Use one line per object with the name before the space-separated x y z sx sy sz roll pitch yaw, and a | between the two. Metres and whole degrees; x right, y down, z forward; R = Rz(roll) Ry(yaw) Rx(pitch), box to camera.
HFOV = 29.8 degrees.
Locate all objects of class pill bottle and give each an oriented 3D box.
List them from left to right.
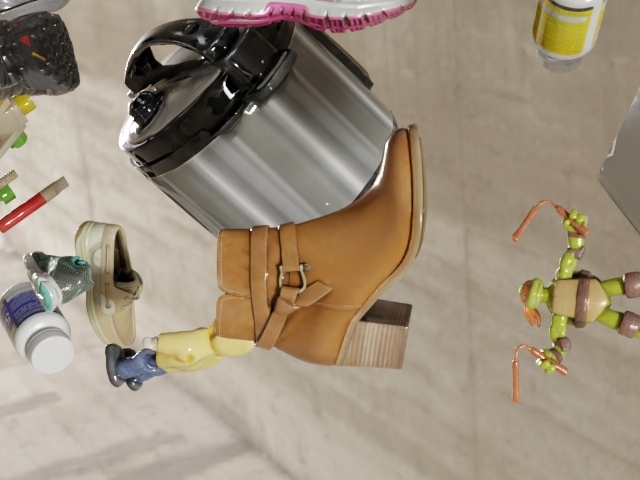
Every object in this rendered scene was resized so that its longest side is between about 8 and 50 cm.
pill bottle | -0.542 0.170 2.310 0.112 0.112 0.186 -14 -145 -25
pill bottle | 0.237 -0.214 1.152 0.065 0.116 0.065 -1 -121 1

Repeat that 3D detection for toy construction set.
toy construction set | -0.517 -0.203 1.984 0.237 0.309 0.257 -36 -157 -15

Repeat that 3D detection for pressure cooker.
pressure cooker | -0.121 -0.196 1.962 0.370 0.420 0.376 -39 -155 23

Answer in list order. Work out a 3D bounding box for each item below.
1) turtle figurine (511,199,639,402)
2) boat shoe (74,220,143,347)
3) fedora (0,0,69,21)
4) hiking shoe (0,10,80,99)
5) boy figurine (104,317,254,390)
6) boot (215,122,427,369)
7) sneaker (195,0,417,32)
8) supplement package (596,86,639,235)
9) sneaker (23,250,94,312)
turtle figurine | 0.349 0.091 1.572 0.217 0.270 0.087 8 172 15
boat shoe | -0.421 0.099 2.484 0.098 0.302 0.109 3 -150 21
fedora | -0.505 -0.390 1.758 0.275 0.124 0.244 -2 -158 7
hiking shoe | -0.322 -0.177 1.190 0.114 0.086 0.227 -10 -177 15
boy figurine | -0.237 0.183 2.086 0.285 0.092 0.177 -22 157 23
boot | 0.000 0.000 1.307 0.220 0.284 0.109 9 -158 5
sneaker | -0.014 -0.299 1.364 0.252 0.111 0.103 2 -179 -7
supplement package | 0.403 -0.064 1.094 0.203 0.149 0.194 -22 -118 -19
sneaker | -0.334 0.046 1.550 0.076 0.065 0.166 -22 -158 -16
